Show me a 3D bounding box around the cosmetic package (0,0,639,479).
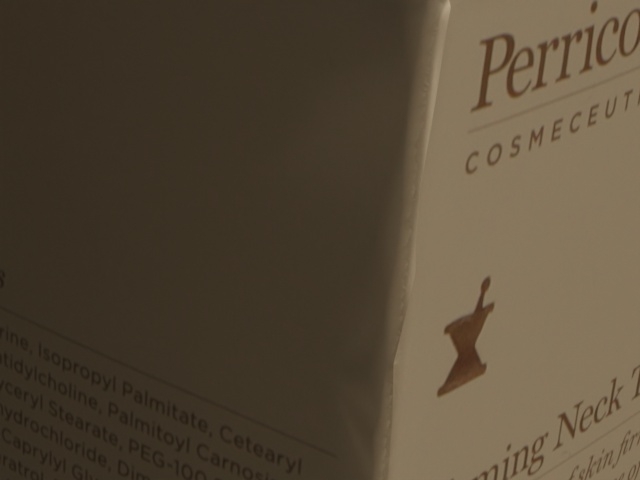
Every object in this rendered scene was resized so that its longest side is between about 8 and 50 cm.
[{"bbox_3d":[0.000,0.000,0.920,0.329,0.327,0.394,-24,126,-47],"label":"cosmetic package"}]
